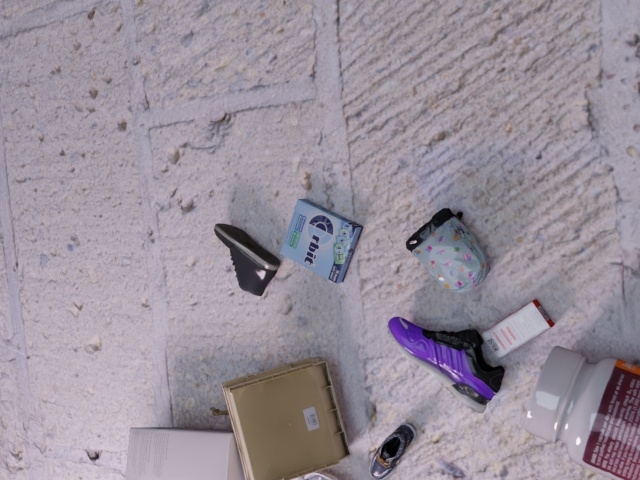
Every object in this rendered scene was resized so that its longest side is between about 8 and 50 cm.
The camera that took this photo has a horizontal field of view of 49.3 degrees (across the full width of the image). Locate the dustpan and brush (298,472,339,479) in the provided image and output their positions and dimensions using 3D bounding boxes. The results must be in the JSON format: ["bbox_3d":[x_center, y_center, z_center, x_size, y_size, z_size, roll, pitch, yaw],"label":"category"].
[{"bbox_3d":[-0.018,0.647,1.831,0.211,0.060,0.147,39,125,47],"label":"dustpan and brush"}]

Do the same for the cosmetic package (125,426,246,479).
[{"bbox_3d":[-0.336,0.599,1.925,0.366,0.197,0.155,-7,73,29],"label":"cosmetic package"}]

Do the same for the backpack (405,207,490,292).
[{"bbox_3d":[0.291,0.035,1.564,0.152,0.115,0.182,-45,75,23],"label":"backpack"}]

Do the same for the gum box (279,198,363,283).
[{"bbox_3d":[0.000,0.000,1.774,0.184,0.041,0.157,27,107,25],"label":"gum box"}]

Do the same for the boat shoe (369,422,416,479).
[{"bbox_3d":[0.160,0.525,1.704,0.065,0.083,0.183,38,112,22],"label":"boat shoe"}]

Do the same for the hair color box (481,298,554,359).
[{"bbox_3d":[0.434,0.196,1.536,0.141,0.043,0.072,-39,75,26],"label":"hair color box"}]

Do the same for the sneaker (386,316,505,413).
[{"bbox_3d":[0.295,0.245,1.598,0.293,0.102,0.146,39,108,17],"label":"sneaker"}]

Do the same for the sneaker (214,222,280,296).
[{"bbox_3d":[-0.221,0.051,1.885,0.222,0.083,0.118,37,112,21],"label":"sneaker"}]

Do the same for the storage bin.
[{"bbox_3d":[-0.087,0.454,1.756,0.260,0.123,0.262,-14,86,-14],"label":"storage bin"}]

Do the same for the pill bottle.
[{"bbox_3d":[0.615,0.360,1.341,0.392,0.224,0.224,20,104,27],"label":"pill bottle"}]

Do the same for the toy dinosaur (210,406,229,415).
[{"bbox_3d":[-0.216,0.463,1.914,0.183,0.093,0.053,-18,86,31],"label":"toy dinosaur"}]
